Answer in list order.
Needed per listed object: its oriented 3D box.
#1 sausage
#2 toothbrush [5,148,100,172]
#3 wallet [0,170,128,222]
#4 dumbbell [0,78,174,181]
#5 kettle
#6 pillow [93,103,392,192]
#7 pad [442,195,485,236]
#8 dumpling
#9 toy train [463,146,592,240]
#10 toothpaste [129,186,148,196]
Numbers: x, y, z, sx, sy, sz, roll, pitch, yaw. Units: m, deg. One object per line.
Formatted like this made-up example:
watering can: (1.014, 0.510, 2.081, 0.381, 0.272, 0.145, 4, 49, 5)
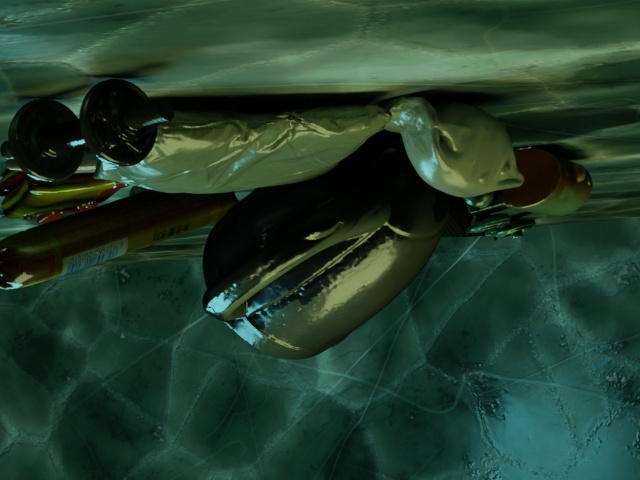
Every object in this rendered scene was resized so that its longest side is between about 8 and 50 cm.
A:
sausage: (-0.273, -0.010, 1.848, 0.372, 0.082, 0.082, -21, -174, -33)
toothbrush: (-0.182, -0.101, 1.698, 0.375, 0.028, 0.037, -4, 171, -5)
wallet: (-0.325, -0.065, 1.822, 0.141, 0.067, 0.241, -4, 176, -20)
dumbbell: (-0.217, -0.099, 1.302, 0.082, 0.081, 0.254, 0, 175, -43)
kettle: (0.000, 0.000, 1.762, 0.321, 0.228, 0.324, -23, 170, -43)
pillow: (-0.092, -0.095, 1.522, 0.281, 0.076, 0.274, -3, 175, -15)
pad: (0.161, -0.030, 2.124, 0.250, 0.055, 0.323, -1, -165, -23)
dumpling: (0.131, -0.100, 1.530, 0.169, 0.099, 0.134, 2, -172, -40)
toy train: (0.300, -0.074, 2.074, 0.177, 0.116, 0.285, -18, 171, 20)
toothpaste: (-0.235, -0.062, 2.165, 0.062, 0.039, 0.239, 0, 179, 11)
